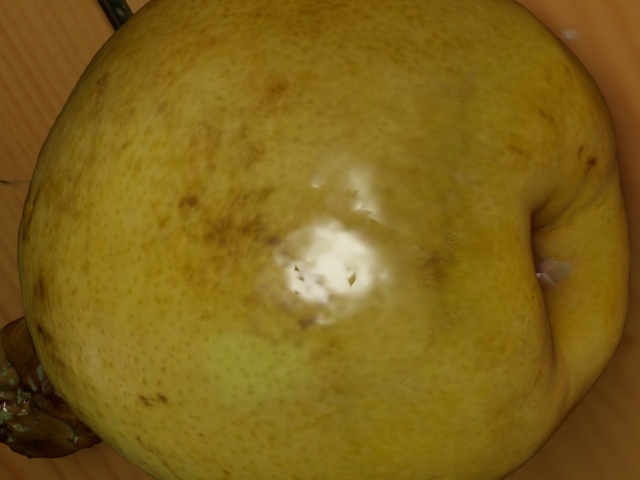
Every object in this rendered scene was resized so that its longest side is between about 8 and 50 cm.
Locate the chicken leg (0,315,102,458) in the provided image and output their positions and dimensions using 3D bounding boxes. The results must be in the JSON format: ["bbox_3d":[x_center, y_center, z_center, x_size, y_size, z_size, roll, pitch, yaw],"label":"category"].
[{"bbox_3d":[-0.197,0.076,1.390,0.107,0.087,0.251,15,138,-8],"label":"chicken leg"}]

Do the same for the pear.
[{"bbox_3d":[0.000,0.000,0.948,0.314,0.314,0.314,22,143,18],"label":"pear"}]
